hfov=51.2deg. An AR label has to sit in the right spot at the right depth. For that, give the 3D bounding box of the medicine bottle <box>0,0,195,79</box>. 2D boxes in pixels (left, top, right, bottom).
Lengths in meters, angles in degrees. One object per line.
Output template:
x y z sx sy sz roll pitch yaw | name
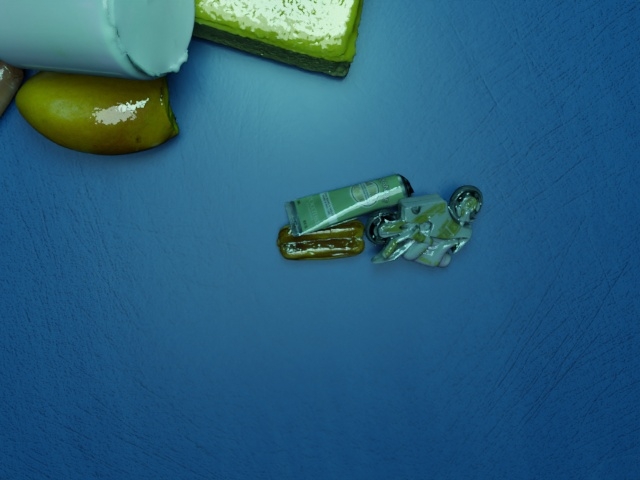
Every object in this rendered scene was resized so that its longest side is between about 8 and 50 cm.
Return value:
-0.395 -0.363 1.014 0.378 0.213 0.214 10 96 21 | medicine bottle

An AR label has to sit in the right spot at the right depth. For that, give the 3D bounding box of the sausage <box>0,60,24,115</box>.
-0.570 -0.257 1.160 0.065 0.065 0.169 35 93 -6 | sausage

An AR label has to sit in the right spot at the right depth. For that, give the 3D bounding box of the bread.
-0.067 -0.475 1.117 0.332 0.143 0.324 16 97 -5 | bread

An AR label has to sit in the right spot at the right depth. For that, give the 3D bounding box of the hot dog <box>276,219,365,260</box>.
0.000 0.000 1.221 0.164 0.045 0.071 -4 98 -2 | hot dog

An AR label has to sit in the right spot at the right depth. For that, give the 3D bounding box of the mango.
-0.383 -0.230 1.133 0.256 0.138 0.188 -12 84 -7 | mango

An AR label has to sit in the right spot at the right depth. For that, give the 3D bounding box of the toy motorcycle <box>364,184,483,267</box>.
0.192 -0.010 1.207 0.224 0.073 0.152 -17 119 -7 | toy motorcycle

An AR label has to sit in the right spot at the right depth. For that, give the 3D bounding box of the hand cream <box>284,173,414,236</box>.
0.055 -0.069 1.206 0.235 0.086 0.055 -14 139 -2 | hand cream
